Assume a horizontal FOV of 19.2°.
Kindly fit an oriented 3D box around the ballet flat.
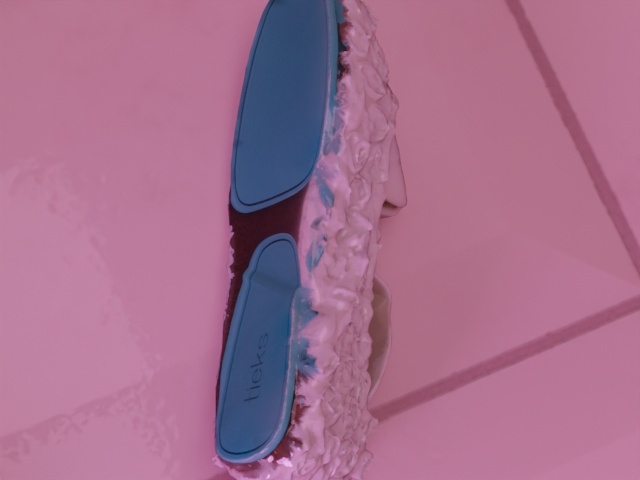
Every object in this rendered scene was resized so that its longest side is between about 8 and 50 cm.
[{"bbox_3d":[0.000,0.000,1.439,0.147,0.147,0.409,11,74,-12],"label":"ballet flat"}]
